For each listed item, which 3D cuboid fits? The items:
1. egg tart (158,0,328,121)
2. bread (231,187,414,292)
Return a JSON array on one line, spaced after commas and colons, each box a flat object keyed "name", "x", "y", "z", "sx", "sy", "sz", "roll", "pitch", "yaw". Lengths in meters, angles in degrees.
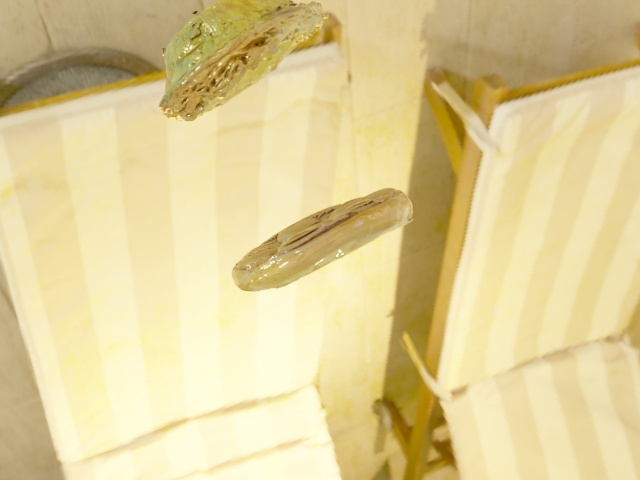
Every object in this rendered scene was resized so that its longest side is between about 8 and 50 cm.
[{"name": "egg tart", "x": -0.090, "y": -0.203, "z": 1.007, "sx": 0.212, "sy": 0.090, "sz": 0.212, "roll": -32, "pitch": -175, "yaw": 3}, {"name": "bread", "x": 0.000, "y": 0.000, "z": 0.520, "sx": 0.110, "sy": 0.024, "sz": 0.110, "roll": -27, "pitch": -174, "yaw": 3}]
